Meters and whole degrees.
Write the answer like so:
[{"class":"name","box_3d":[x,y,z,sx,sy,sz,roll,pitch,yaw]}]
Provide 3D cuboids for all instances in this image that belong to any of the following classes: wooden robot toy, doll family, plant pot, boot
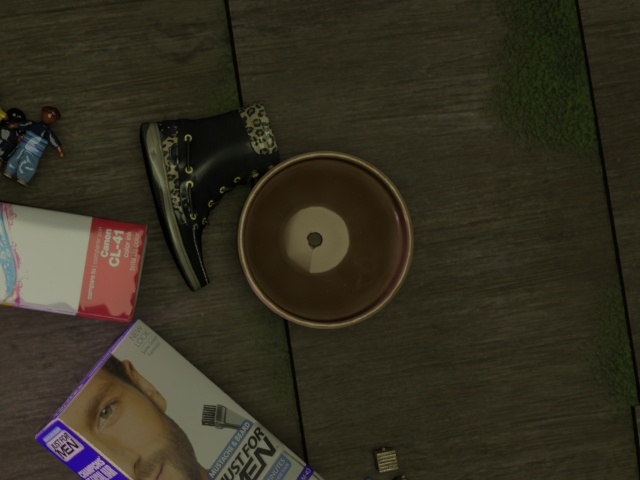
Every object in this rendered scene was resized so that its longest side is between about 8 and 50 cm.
[{"class":"wooden robot toy","box_3d":[0.100,0.376,1.880,0.076,0.079,0.173,6,89,-9]},{"class":"doll family","box_3d":[-0.428,-0.153,1.801,0.193,0.076,0.111,30,81,-13]},{"class":"plant pot","box_3d":[0.000,0.000,1.849,0.237,0.110,0.237,0,89,-9]},{"class":"boot","box_3d":[-0.134,-0.064,1.841,0.179,0.085,0.236,-16,92,-12]}]

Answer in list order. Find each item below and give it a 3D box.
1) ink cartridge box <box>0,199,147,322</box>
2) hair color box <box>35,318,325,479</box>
[{"class":"ink cartridge box","box_3d":[-0.381,0.019,1.728,0.306,0.226,0.131,11,88,-10]},{"class":"hair color box","box_3d":[-0.179,0.288,1.787,0.339,0.110,0.185,41,55,-6]}]
